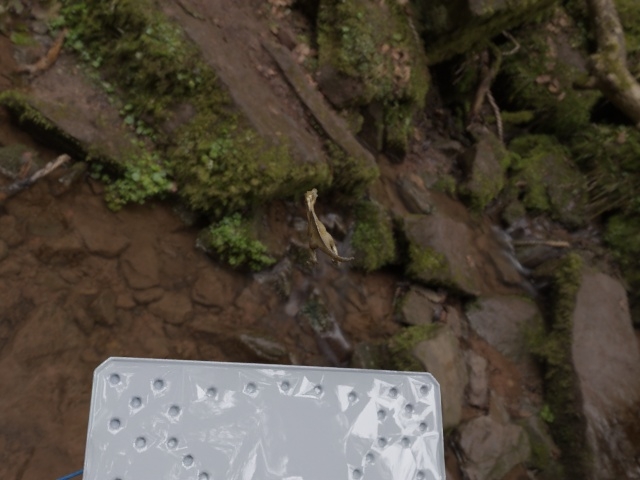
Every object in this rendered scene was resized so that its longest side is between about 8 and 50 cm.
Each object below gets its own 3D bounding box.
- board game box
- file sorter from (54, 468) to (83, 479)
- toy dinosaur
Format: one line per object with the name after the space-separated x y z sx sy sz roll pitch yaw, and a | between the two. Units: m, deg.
-0.045 0.325 0.643 0.390 0.050 0.389 8 71 -23 | board game box
-0.229 0.337 0.682 0.104 0.118 0.170 -2 90 -61 | file sorter
0.000 0.000 0.947 0.183 0.053 0.092 -115 -170 -46 | toy dinosaur
